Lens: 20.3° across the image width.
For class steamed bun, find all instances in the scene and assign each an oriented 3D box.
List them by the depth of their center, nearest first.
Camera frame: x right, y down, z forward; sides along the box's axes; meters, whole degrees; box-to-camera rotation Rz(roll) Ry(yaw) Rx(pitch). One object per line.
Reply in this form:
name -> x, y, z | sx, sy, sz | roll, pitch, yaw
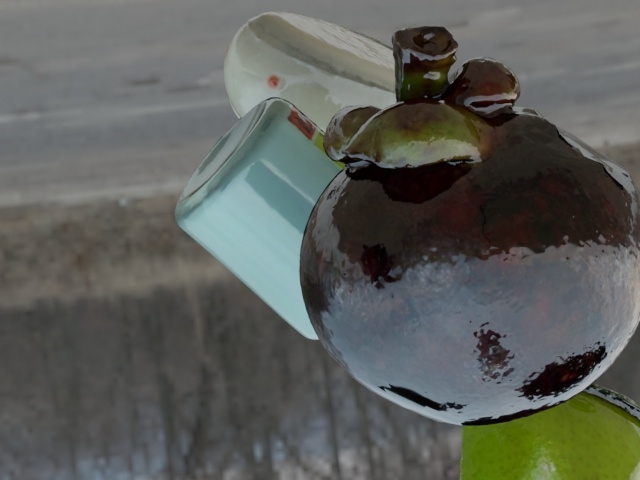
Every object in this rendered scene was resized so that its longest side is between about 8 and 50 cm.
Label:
steamed bun -> 0.006, -0.132, 1.713 | 0.228, 0.130, 0.177 | 10, -157, -41

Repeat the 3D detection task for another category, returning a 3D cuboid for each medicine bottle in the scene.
medicine bottle -> 0.000, 0.000, 1.489 | 0.139, 0.225, 0.139 | -45, -168, 13

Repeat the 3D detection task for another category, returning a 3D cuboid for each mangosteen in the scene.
mangosteen -> 0.092, -0.012, 1.150 | 0.228, 0.265, 0.228 | -18, -164, 5

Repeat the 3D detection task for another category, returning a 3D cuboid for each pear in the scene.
pear -> 0.194, 0.271, 1.489 | 0.159, 0.292, 0.292 | 4, 175, 11
